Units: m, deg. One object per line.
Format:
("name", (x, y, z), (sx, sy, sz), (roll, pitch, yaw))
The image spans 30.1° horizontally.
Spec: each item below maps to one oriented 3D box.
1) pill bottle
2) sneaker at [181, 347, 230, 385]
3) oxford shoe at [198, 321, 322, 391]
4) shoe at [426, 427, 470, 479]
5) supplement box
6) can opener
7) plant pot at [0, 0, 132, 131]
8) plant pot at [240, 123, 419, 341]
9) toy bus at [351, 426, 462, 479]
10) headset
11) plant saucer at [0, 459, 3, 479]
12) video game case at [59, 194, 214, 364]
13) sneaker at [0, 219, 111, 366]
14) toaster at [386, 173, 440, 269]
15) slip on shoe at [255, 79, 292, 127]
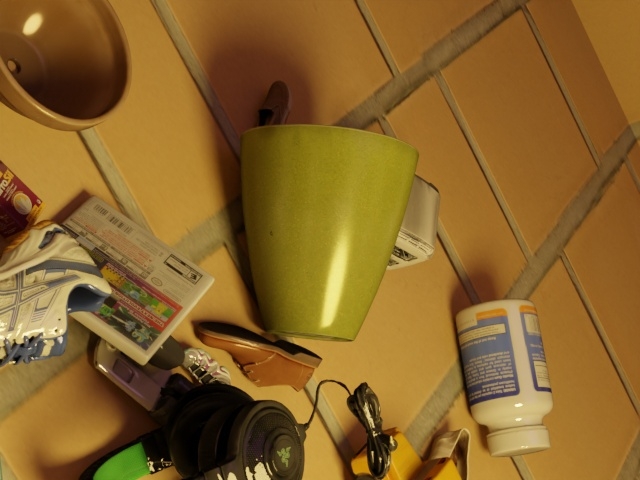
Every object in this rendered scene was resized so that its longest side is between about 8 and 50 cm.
("pill bottle", (0.342, 0.254, 2.186), (0.152, 0.152, 0.272), (13, 64, -49))
("sneaker", (-0.154, 0.191, 1.640), (0.098, 0.038, 0.069), (34, 21, -38))
("oxford shoe", (-0.094, 0.173, 1.728), (0.212, 0.076, 0.076), (24, 94, -33))
("shoe", (0.211, 0.396, 2.000), (0.076, 0.058, 0.219), (49, 33, -19))
("supplement box", (-0.388, -0.048, 1.464), (0.083, 0.043, 0.055), (48, 42, -27))
("can opener", (-0.178, 0.208, 1.569), (0.283, 0.095, 0.076), (43, 43, -22))
("plant pot", (-0.366, -0.242, 1.532), (0.237, 0.110, 0.237), (29, 51, -44))
("plant pot", (0.000, 0.000, 1.796), (0.275, 0.275, 0.293), (16, 77, -49))
("toy bus", (0.175, 0.452, 1.841), (0.108, 0.130, 0.332), (-33, 100, -54))
("headset", (-0.094, 0.277, 1.461), (0.394, 0.243, 0.185), (-20, 100, -24))
("plant saucer", (-0.386, 0.258, 1.340), (0.067, 0.018, 0.192), (8, 68, -51))
("video game case", (-0.261, 0.047, 1.526), (0.201, 0.023, 0.183), (35, 40, 2))
("sneaker", (-0.352, 0.093, 1.342), (0.131, 0.112, 0.296), (42, 47, 2))
("toaster", (0.111, -0.046, 2.050), (0.227, 0.129, 0.146), (29, 54, -44))
("slip on shoe", (-0.081, -0.209, 1.946), (0.041, 0.051, 0.135), (35, 55, -42))
